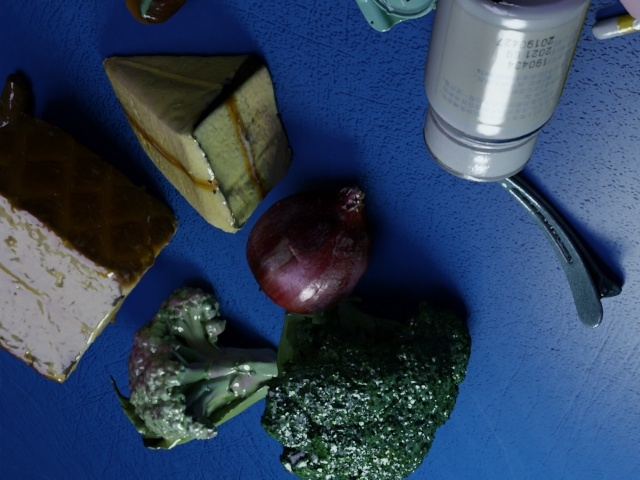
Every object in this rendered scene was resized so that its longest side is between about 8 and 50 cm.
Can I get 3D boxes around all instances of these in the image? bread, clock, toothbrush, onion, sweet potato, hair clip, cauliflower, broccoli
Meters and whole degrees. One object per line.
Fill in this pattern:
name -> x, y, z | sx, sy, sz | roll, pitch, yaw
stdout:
bread -> -0.370, -0.001, 1.609 | 0.279, 0.279, 0.207 | 38, 113, -3
clock -> 0.091, -0.276, 1.231 | 0.135, 0.041, 0.101 | -9, 124, 40
toothbrush -> 0.379, -0.222, 1.096 | 0.288, 0.024, 0.021 | -9, 126, 41
onion -> 0.000, 0.000, 1.496 | 0.159, 0.159, 0.195 | 40, 122, -6
sweet potato -> -0.460, -0.105, 1.770 | 0.108, 0.079, 0.346 | -2, 133, -1
hair clip -> 0.264, -0.007, 1.380 | 0.229, 0.070, 0.039 | 52, 142, -8
cauliflower -> -0.160, 0.206, 1.806 | 0.315, 0.239, 0.256 | -3, 152, -6
broccoli -> 0.056, 0.184, 1.578 | 0.308, 0.307, 0.275 | 115, 141, -50
bread -> -0.188, -0.122, 1.488 | 0.264, 0.163, 0.168 | 5, 133, 32

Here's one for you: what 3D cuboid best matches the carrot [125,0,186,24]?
carrot -> -0.151, -0.336, 1.325 | 0.070, 0.070, 0.260 | 37, 140, -3

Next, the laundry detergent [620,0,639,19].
laundry detergent -> 0.261, -0.347, 1.006 | 0.159, 0.088, 0.335 | -3, 127, 47

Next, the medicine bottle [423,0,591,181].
medicine bottle -> 0.175, -0.182, 1.178 | 0.143, 0.143, 0.258 | 25, 146, 12
